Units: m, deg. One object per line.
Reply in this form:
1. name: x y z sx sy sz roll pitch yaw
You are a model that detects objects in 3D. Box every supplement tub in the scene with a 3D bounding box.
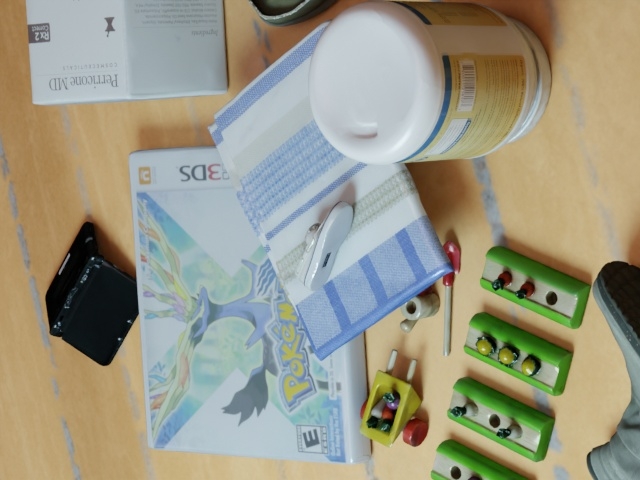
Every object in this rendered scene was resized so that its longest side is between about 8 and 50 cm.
1. supplement tub: 0.102 -0.143 1.786 0.144 0.199 0.144 5 97 41

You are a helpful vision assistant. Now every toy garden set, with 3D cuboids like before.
1. toy garden set: 0.133 0.122 1.887 0.204 0.049 0.244 25 110 37

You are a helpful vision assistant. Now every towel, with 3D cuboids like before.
1. towel: 0.006 -0.049 1.940 0.209 0.034 0.285 -38 70 39

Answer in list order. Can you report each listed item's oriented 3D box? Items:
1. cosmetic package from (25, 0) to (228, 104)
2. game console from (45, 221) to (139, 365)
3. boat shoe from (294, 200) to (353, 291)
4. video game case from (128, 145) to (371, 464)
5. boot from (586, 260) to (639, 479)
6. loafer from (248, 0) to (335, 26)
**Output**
1. cosmetic package: -0.204 -0.237 2.073 0.151 0.151 0.184 0 95 41
2. game console: -0.254 0.060 2.242 0.122 0.071 0.107 -58 29 28
3. boat shoe: 0.000 0.000 1.907 0.035 0.035 0.100 40 126 29
4. video game case: -0.079 0.063 2.074 0.300 0.036 0.329 -1 94 41
5. boot: 0.280 0.155 1.747 0.161 0.083 0.246 -50 62 39
6. loafer: 0.001 -0.302 1.931 0.251 0.087 0.094 -43 67 35
